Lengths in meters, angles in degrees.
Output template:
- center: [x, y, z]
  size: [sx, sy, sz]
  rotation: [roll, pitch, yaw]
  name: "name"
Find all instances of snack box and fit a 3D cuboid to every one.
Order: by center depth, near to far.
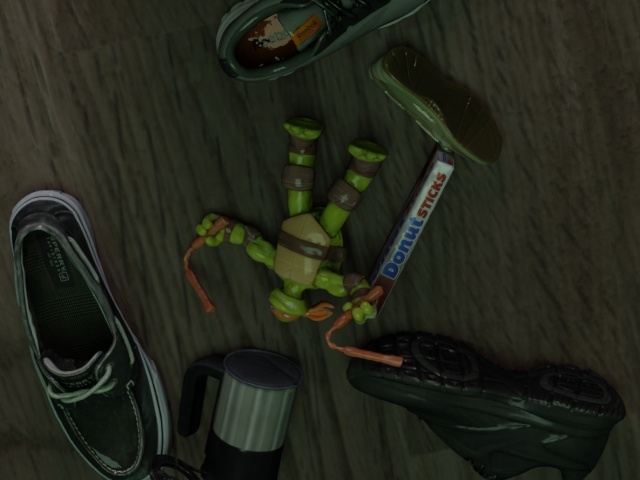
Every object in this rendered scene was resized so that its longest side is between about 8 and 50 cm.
- center: [0.087, -0.010, 1.968]
  size: [0.022, 0.064, 0.178]
  rotation: [24, 109, -7]
  name: "snack box"

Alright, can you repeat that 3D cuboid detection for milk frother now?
- center: [-0.099, 0.195, 2.013]
  size: [0.129, 0.143, 0.134]
  rotation: [15, 112, 6]
  name: "milk frother"

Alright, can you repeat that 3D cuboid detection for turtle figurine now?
- center: [0.000, 0.000, 1.957]
  size: [0.269, 0.087, 0.217]
  rotation: [25, 106, 28]
  name: "turtle figurine"

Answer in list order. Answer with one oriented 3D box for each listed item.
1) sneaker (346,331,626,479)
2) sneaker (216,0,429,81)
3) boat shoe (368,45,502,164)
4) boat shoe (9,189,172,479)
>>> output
- center: [0.162, 0.183, 2.016]
  size: [0.286, 0.109, 0.130]
  rotation: [15, 116, 0]
  name: "sneaker"
- center: [0.020, -0.226, 1.875]
  size: [0.271, 0.108, 0.100]
  rotation: [-31, 103, 12]
  name: "sneaker"
- center: [0.114, -0.129, 1.937]
  size: [0.153, 0.048, 0.056]
  rotation: [38, 63, -13]
  name: "boat shoe"
- center: [-0.250, 0.116, 2.007]
  size: [0.121, 0.119, 0.335]
  rotation: [-18, 107, 10]
  name: "boat shoe"
